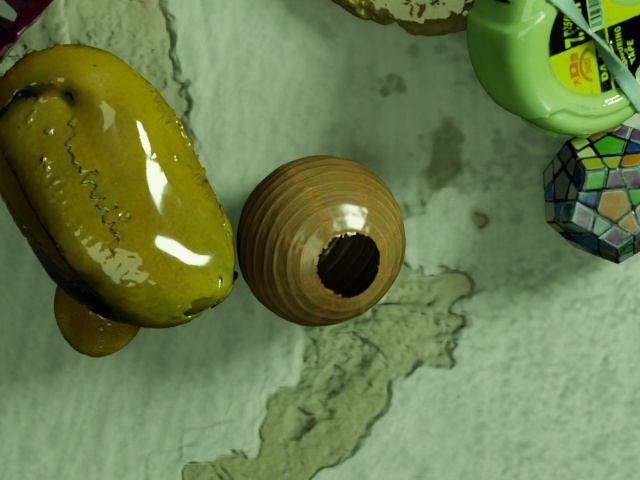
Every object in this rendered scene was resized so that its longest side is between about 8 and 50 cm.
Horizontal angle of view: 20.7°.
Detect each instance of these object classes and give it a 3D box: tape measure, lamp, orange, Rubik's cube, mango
[{"bbox_3d":[0.192,-0.167,1.304,0.175,0.106,0.200,-28,124,-13],"label":"tape measure"},{"bbox_3d":[0.000,0.000,1.372,0.136,0.136,0.136,2,104,6],"label":"lamp"},{"bbox_3d":[-0.181,0.055,1.433,0.085,0.085,0.085,2,104,6],"label":"orange"},{"bbox_3d":[0.226,-0.038,1.354,0.093,0.111,0.111,7,106,-23],"label":"Rubik's cube"},{"bbox_3d":[-0.159,-0.043,1.362,0.249,0.151,0.156,51,121,13],"label":"mango"}]

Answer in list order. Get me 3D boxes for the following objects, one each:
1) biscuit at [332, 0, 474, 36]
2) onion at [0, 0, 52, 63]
[{"bbox_3d":[0.074,-0.269,1.342,0.226,0.042,0.226,2,106,7],"label":"biscuit"},{"bbox_3d":[-0.247,-0.221,1.331,0.140,0.195,0.218,40,78,-3],"label":"onion"}]
